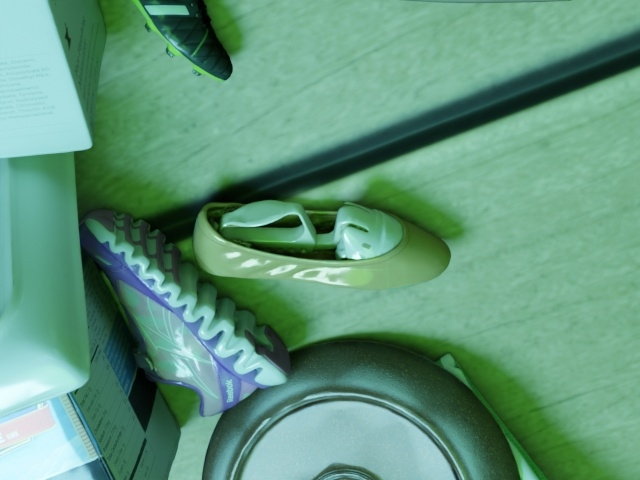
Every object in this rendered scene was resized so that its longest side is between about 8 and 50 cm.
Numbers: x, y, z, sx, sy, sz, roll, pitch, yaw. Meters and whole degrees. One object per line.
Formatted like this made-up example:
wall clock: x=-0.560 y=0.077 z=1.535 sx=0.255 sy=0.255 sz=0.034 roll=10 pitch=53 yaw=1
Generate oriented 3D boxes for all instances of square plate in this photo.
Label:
square plate: x=-0.362 y=0.034 z=1.416 sx=0.344 sy=0.347 sz=0.049 roll=-21 pitch=136 yaw=10

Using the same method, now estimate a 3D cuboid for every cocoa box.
cocoa box: x=-0.336 y=0.184 z=1.516 sx=0.347 sy=0.231 sz=0.228 roll=-21 pitch=108 yaw=9

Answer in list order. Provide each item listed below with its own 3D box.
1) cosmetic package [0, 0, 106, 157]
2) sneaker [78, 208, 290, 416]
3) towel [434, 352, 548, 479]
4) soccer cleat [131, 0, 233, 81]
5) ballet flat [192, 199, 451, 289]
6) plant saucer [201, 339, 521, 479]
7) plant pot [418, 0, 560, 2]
cosmetic package: x=-0.271 y=-0.182 z=1.391 sx=0.152 sy=0.151 sz=0.183 roll=-5 pitch=138 yaw=4
sneaker: x=-0.141 y=0.073 z=1.540 sx=0.236 sy=0.095 sz=0.104 roll=43 pitch=106 yaw=-13
towel: x=0.064 y=0.289 z=1.612 sx=0.325 sy=0.038 sz=0.248 roll=-38 pitch=87 yaw=16
soccer cleat: x=-0.126 y=-0.214 z=1.456 sx=0.072 sy=0.060 sz=0.179 roll=-38 pitch=101 yaw=13
ballet flat: x=0.000 y=0.000 z=1.510 sx=0.232 sy=0.080 sz=0.073 roll=0 pitch=136 yaw=2
plant saucer: x=0.031 y=0.249 z=1.573 sx=0.311 sy=0.050 sz=0.310 roll=2 pitch=98 yaw=14
plant pot: x=0.046 y=-0.292 z=1.341 sx=0.274 sy=0.256 sz=0.256 roll=-8 pitch=110 yaw=22
